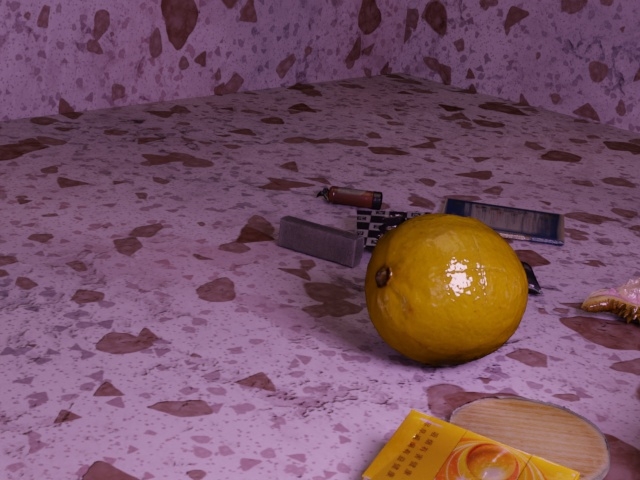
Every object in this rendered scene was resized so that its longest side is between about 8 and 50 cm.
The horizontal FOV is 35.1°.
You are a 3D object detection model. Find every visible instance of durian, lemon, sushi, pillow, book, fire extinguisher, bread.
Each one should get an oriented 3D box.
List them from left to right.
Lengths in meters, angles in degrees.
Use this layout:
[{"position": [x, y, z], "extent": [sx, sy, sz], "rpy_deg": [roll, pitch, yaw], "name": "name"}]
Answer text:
[{"position": [0.075, -0.115, 2.683], "extent": [0.177, 0.050, 0.062], "rpy_deg": [8, -21, 7], "name": "fire extinguisher"}, {"position": [0.180, -0.005, 2.408], "extent": [0.192, 0.051, 0.215], "rpy_deg": [2, 25, 1], "name": "sushi"}, {"position": [0.226, 0.089, 1.842], "extent": [0.297, 0.297, 0.297], "rpy_deg": [4, 20, -2], "name": "lemon"}, {"position": [0.476, -0.049, 2.644], "extent": [0.322, 0.018, 0.228], "rpy_deg": [9, 22, 11], "name": "book"}, {"position": [0.440, 0.077, 2.252], "extent": [0.090, 0.048, 0.150], "rpy_deg": [3, 18, 2], "name": "pillow"}, {"position": [0.323, 0.320, 1.579], "extent": [0.266, 0.041, 0.267], "rpy_deg": [4, 20, -2], "name": "bread"}, {"position": [0.647, 0.138, 2.109], "extent": [0.224, 0.078, 0.140], "rpy_deg": [-8, 34, -5], "name": "durian"}]

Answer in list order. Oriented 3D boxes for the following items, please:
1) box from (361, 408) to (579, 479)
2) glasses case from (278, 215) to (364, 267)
[{"position": [0.211, 0.342, 1.434], "extent": [0.269, 0.044, 0.152], "rpy_deg": [18, 45, 30], "name": "box"}, {"position": [0.000, 0.000, 2.322], "extent": [0.204, 0.071, 0.047], "rpy_deg": [16, 20, 27], "name": "glasses case"}]
